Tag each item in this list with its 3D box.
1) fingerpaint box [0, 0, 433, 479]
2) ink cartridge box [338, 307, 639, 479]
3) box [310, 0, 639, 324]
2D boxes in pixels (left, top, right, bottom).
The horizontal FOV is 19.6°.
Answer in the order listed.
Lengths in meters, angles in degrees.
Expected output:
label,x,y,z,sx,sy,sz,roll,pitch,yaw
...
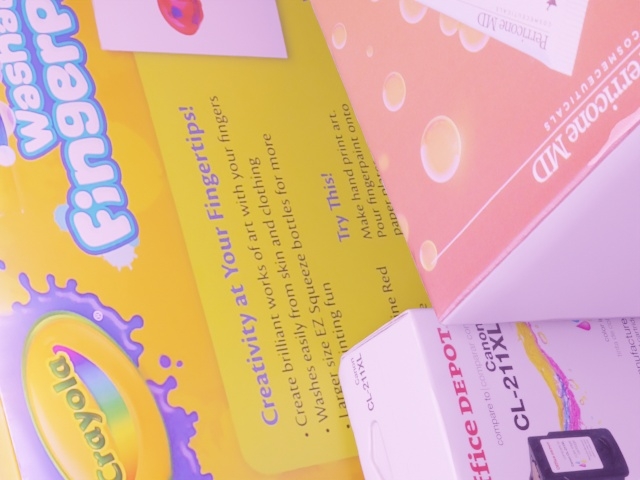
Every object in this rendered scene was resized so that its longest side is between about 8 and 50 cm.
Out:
label,x,y,z,sx,sy,sz,roll,pitch,yaw
fingerpaint box,-0.087,-0.045,1.068,0.163,0.371,0.445,-31,72,50
ink cartridge box,0.112,0.104,0.984,0.072,0.175,0.127,-39,60,49
box,0.120,-0.157,0.973,0.215,0.168,0.345,-50,52,44
